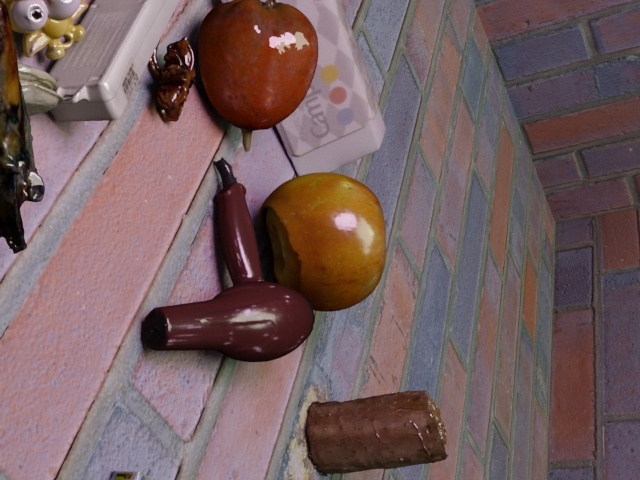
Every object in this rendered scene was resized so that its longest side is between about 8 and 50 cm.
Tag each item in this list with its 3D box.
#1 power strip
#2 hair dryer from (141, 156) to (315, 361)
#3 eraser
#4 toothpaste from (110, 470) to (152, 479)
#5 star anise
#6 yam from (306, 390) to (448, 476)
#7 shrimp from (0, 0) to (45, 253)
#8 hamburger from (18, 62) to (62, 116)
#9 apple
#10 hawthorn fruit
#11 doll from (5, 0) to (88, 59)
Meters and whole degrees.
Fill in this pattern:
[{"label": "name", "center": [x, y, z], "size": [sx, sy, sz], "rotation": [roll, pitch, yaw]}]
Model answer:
[{"label": "power strip", "center": [-0.268, -0.276, 1.116], "size": [0.058, 0.098, 0.338], "rotation": [73, 23, -46]}, {"label": "hair dryer", "center": [-0.154, 0.018, 1.270], "size": [0.313, 0.123, 0.340], "rotation": [10, 60, -51]}, {"label": "eraser", "center": [-0.019, -0.319, 1.549], "size": [0.082, 0.213, 0.396], "rotation": [-119, -174, -58]}, {"label": "toothpaste", "center": [-0.205, 0.341, 1.069], "size": [0.164, 0.046, 0.034], "rotation": [53, 40, -42]}, {"label": "star anise", "center": [-0.221, -0.270, 1.259], "size": [0.097, 0.070, 0.190], "rotation": [88, 5, -59]}, {"label": "yam", "center": [0.104, 0.338, 1.482], "size": [0.129, 0.238, 0.128], "rotation": [58, 26, -48]}, {"label": "shrimp", "center": [-0.396, -0.152, 0.790], "size": [0.272, 0.085, 0.445], "rotation": [-41, 134, -34]}, {"label": "hamburger", "center": [-0.345, -0.171, 0.949], "size": [0.121, 0.084, 0.054], "rotation": [12, 68, -63]}, {"label": "apple", "center": [0.000, 0.000, 1.422], "size": [0.237, 0.208, 0.236], "rotation": [180, -90, -82]}, {"label": "hawthorn fruit", "center": [-0.105, -0.270, 1.372], "size": [0.199, 0.199, 0.251], "rotation": [-30, 130, -62]}, {"label": "doll", "center": [-0.372, -0.339, 0.962], "size": [0.117, 0.086, 0.291], "rotation": [-46, 128, -21]}]
